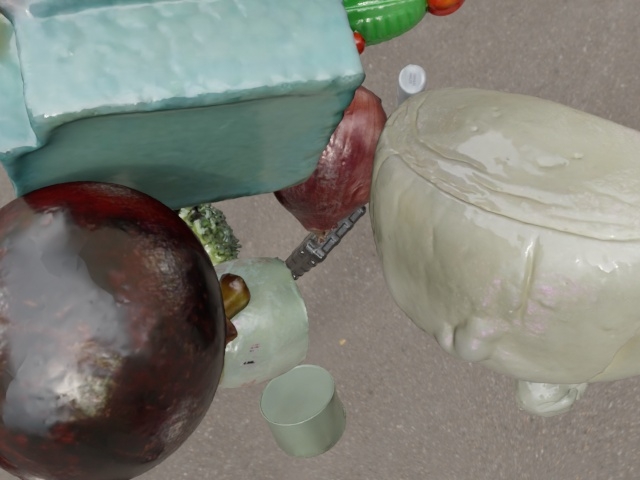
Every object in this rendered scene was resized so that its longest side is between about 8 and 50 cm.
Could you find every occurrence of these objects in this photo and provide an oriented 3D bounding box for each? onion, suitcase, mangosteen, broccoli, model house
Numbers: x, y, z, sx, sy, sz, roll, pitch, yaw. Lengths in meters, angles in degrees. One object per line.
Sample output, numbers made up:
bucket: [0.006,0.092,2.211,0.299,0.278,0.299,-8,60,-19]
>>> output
onion: [-0.013,-0.119,0.919,0.227,0.283,0.120,20,27,37]
suitcase: [0.000,0.000,1.522,0.066,0.285,0.206,42,67,-3]
mangosteen: [-0.159,0.071,0.477,0.235,0.261,0.235,1,91,44]
broccoli: [-0.334,0.023,1.216,0.293,0.348,0.281,41,64,15]
model house: [-0.139,-0.179,0.503,0.280,0.230,0.249,-11,75,-18]

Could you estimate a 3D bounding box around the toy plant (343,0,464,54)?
toy plant: [0.052,-0.283,0.666,0.240,0.088,0.154,-27,58,1]

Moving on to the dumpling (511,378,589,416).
dumpling: [0.391,0.244,0.978,0.127,0.188,0.108,0,42,22]

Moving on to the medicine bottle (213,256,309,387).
medicine bottle: [-0.105,0.099,0.666,0.143,0.147,0.147,-13,52,-30]

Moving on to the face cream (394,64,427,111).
face cream: [0.186,-0.290,1.227,0.057,0.198,0.084,7,72,4]

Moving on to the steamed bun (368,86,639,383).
steamed bun: [0.190,-0.007,0.604,0.236,0.247,0.383,-34,46,-27]

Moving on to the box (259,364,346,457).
box: [-0.048,0.495,1.681,0.226,0.149,0.226,-14,31,8]
